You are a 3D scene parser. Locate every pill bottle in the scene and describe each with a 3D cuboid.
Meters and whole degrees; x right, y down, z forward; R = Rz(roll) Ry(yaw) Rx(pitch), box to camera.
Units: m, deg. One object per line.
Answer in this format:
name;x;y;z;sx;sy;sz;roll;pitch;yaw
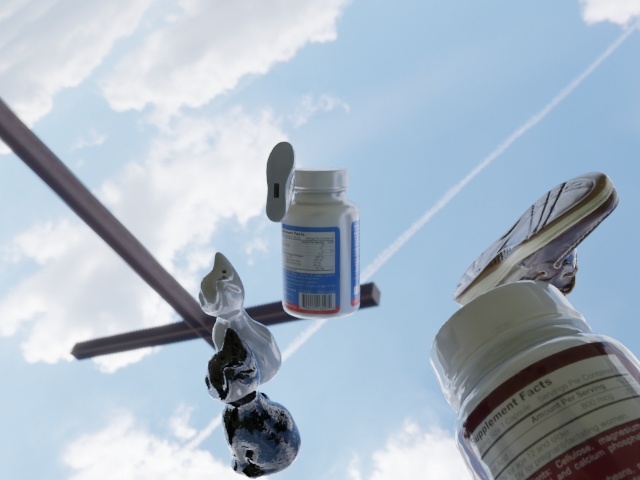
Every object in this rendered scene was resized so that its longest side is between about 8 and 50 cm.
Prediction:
pill bottle;0.000;0.000;0.933;0.124;0.222;0.124;0;-170;0
pill bottle;0.277;0.241;0.625;0.224;0.224;0.392;-31;-135;7

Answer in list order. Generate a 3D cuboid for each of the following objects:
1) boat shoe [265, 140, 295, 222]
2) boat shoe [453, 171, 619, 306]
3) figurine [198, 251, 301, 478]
boat shoe;-0.047;-0.071;0.747;0.035;0.035;0.100;3;-89;11
boat shoe;0.343;0.030;0.929;0.123;0.123;0.342;-53;179;-43
figurine;-0.098;0.146;0.748;0.092;0.209;0.215;-15;-137;-4
